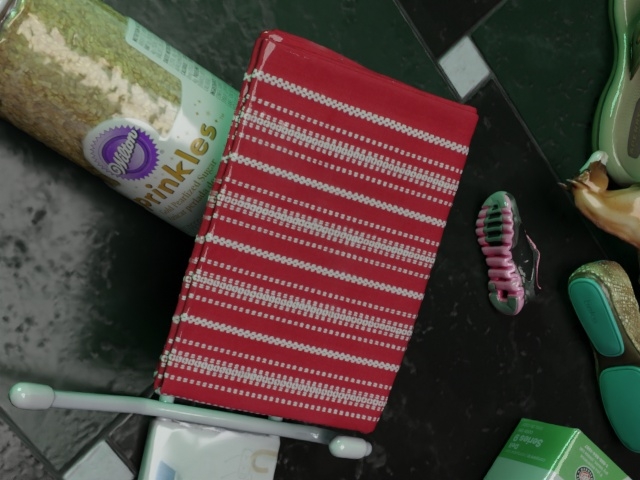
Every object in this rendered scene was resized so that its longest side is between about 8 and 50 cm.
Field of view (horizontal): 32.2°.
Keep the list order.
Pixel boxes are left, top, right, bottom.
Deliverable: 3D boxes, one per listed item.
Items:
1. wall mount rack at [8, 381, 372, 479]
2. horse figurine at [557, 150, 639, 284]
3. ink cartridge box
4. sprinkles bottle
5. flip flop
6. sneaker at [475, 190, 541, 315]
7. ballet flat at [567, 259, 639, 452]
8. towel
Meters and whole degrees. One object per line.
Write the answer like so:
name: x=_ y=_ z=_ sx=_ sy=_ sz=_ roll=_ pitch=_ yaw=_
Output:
wall mount rack: x=-0.121 y=0.231 z=0.846 sx=0.304 sy=0.130 sz=0.350 roll=14 pitch=83 yaw=-27
horse figurine: x=0.354 y=-0.008 z=1.107 sx=0.174 sy=0.066 sz=0.263 roll=-44 pitch=120 yaw=-23
ink cartridge box: x=0.207 y=0.300 z=1.044 sx=0.154 sy=0.093 sz=0.212 roll=43 pitch=70 yaw=-21
sprinkles bottle: x=-0.137 y=-0.095 z=0.838 sx=0.355 sy=0.121 sz=0.121 roll=32 pitch=76 yaw=-25
flip flop: x=0.342 y=-0.188 z=1.117 sx=0.112 sy=0.080 sz=0.277 roll=17 pitch=83 yaw=-27
sneaker: x=0.185 y=0.008 z=1.060 sx=0.057 sy=0.047 sz=0.119 roll=-18 pitch=106 yaw=-34
ballet flat: x=0.309 y=0.111 z=1.113 sx=0.067 sy=0.073 sz=0.206 roll=-32 pitch=109 yaw=-39
towel: x=0.000 y=0.000 z=0.832 sx=0.199 sy=0.031 sz=0.275 roll=16 pitch=95 yaw=-27
